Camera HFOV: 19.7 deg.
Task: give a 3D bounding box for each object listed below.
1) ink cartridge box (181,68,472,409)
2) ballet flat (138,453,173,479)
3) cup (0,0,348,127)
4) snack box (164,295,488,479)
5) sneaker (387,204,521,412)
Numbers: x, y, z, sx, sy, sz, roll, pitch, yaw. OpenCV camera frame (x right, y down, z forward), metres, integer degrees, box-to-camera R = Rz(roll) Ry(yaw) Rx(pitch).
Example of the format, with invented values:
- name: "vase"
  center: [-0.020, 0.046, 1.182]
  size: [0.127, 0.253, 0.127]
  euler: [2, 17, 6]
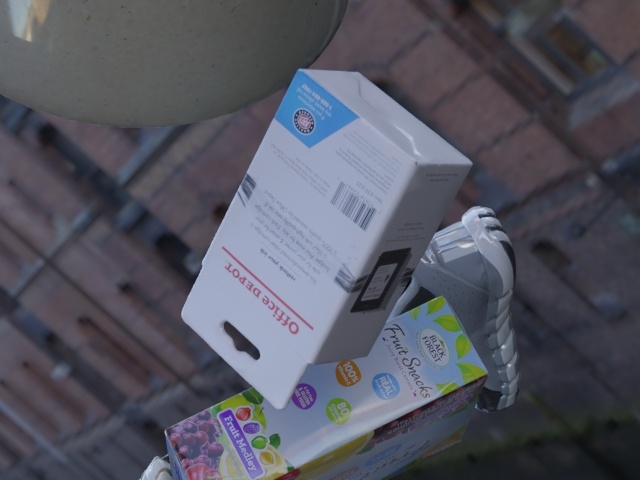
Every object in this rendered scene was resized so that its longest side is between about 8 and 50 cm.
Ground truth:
- name: "ink cartridge box"
  center: [0.000, 0.000, 1.100]
  size: [0.060, 0.104, 0.180]
  euler: [-5, -51, -52]
- name: "ballet flat"
  center: [-0.110, 0.175, 1.445]
  size: [0.114, 0.041, 0.041]
  euler: [-35, 8, 5]
- name: "cup"
  center: [-0.129, -0.280, 1.282]
  size: [0.331, 0.331, 0.237]
  euler: [-52, -16, -33]
- name: "snack box"
  center: [0.002, 0.134, 1.255]
  size: [0.207, 0.070, 0.174]
  euler: [-24, -18, -12]
- name: "sneaker"
  center: [0.089, 0.071, 1.502]
  size: [0.132, 0.228, 0.086]
  euler: [-19, 46, -10]
